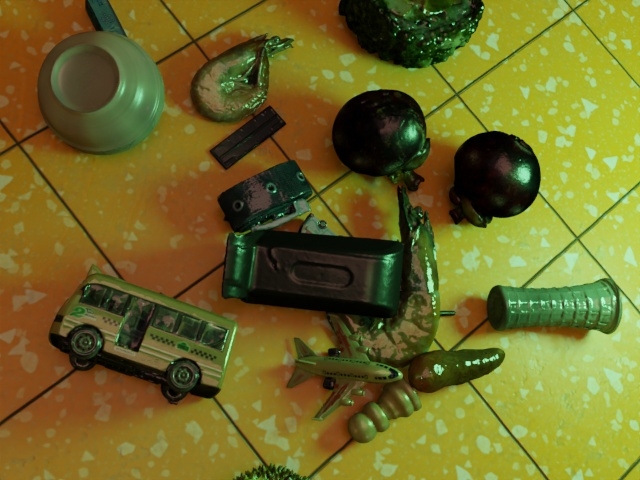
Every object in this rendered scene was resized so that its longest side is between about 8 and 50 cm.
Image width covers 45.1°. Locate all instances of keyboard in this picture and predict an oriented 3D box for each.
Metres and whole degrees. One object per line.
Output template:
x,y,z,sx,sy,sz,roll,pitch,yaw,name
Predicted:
-0.176,-0.254,1.894,0.202,0.011,0.067,-41,84,-21,keyboard

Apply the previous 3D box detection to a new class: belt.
-0.120,-0.091,1.799,0.218,0.122,0.128,-25,83,-20,belt

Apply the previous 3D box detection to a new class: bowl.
-0.505,-0.344,1.729,0.287,0.144,0.287,0,85,0,bowl

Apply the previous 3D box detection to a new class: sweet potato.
0.311,0.294,1.799,0.291,0.097,0.097,-6,74,-35,sweet potato

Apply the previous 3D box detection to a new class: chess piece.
0.135,0.387,1.740,0.170,0.094,0.094,-32,83,-14,chess piece

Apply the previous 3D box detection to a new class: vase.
0.567,0.164,1.886,0.298,0.143,0.143,-1,74,-11,vase

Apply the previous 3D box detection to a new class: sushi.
0.254,-0.605,2.019,0.352,0.178,0.294,-26,84,-23,sushi

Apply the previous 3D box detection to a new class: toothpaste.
-0.487,-0.469,1.854,0.053,0.066,0.272,-26,81,-19,toothpaste

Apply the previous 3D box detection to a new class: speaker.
-0.010,0.074,1.699,0.388,0.184,0.180,5,90,1,speaker

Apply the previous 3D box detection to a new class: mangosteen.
0.159,-0.229,1.882,0.231,0.231,0.289,-39,120,-21,mangosteen
0.419,-0.143,1.917,0.228,0.228,0.265,38,109,0,mangosteen

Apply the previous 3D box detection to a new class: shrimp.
0.155,0.078,1.835,0.272,0.085,0.445,6,79,-1,shrimp
-0.178,-0.407,1.914,0.317,0.077,0.168,-35,94,-16,shrimp

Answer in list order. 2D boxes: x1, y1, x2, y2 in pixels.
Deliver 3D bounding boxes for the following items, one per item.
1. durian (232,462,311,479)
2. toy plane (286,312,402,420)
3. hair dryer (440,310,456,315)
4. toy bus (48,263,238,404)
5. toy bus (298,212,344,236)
-0.096,0.563,1.578,0.237,0.176,0.200,10,81,-5,durian
0.056,0.289,1.728,0.256,0.104,0.242,8,72,5,toy plane
0.291,0.181,1.872,0.083,0.026,0.047,1,75,-21,hair dryer
-0.370,0.205,1.624,0.365,0.177,0.202,21,66,-10,toy bus
0.000,0.000,1.835,0.123,0.060,0.075,40,72,-2,toy bus
